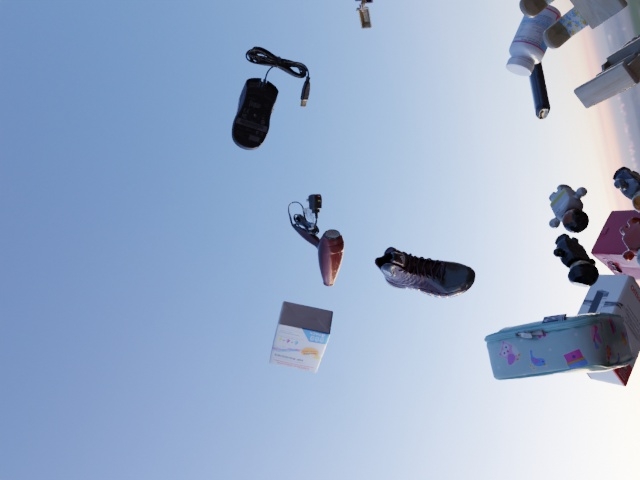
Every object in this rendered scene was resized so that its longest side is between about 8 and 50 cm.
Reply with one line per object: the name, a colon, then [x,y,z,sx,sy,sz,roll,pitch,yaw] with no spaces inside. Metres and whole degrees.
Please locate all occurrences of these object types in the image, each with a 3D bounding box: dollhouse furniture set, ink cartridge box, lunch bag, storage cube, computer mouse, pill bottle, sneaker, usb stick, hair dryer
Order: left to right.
computer mouse: [-0.130,-0.363,1.394,0.060,0.184,0.261,-125,46,-67]
ink cartridge box: [-0.045,0.211,1.084,0.061,0.105,0.181,-81,4,-46]
hair dryer: [0.000,0.000,1.637,0.080,0.224,0.293,-16,-91,-23]
dollhouse furniture set: [0.137,-0.630,1.466,0.114,0.091,0.081,69,-150,-51]
sneaker: [0.272,0.082,1.460,0.162,0.282,0.106,40,-122,-44]
pill bottle: [0.527,-0.499,1.314,0.087,0.087,0.160,18,-83,-55]
usb stick: [0.699,-0.519,1.702,0.077,0.045,0.277,66,-157,-62]
lunch bag: [0.461,0.206,1.033,0.279,0.224,0.107,8,-110,-46]
dollhouse furniture set: [0.466,-0.380,0.892,0.161,0.212,0.242,-41,-86,-17]
ink cartridge box: [0.872,0.263,1.581,0.197,0.114,0.272,47,-113,-23]
storage cube: [1.100,0.015,1.810,0.184,0.193,0.215,36,-100,-18]

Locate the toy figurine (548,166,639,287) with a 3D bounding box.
toy figurine: [0.584,-0.024,1.073,0.148,0.213,0.209,-79,-29,-54]
